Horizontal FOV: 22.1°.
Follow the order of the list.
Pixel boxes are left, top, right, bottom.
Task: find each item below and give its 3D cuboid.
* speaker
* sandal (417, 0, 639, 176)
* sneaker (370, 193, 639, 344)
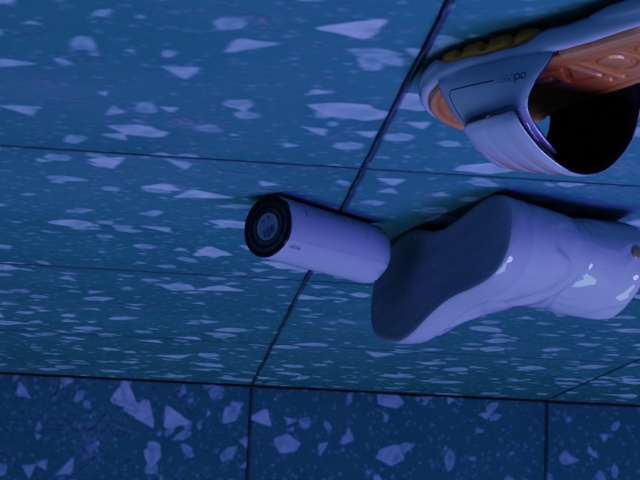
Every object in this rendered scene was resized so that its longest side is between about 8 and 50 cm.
[{"bbox_3d":[0.000,0.000,1.408,0.055,0.055,0.136,-7,165,39],"label":"speaker"},{"bbox_3d":[0.148,-0.079,0.939,0.102,0.076,0.265,10,166,-31],"label":"sandal"},{"bbox_3d":[0.167,0.042,1.448,0.169,0.108,0.292,10,165,-21],"label":"sneaker"}]
